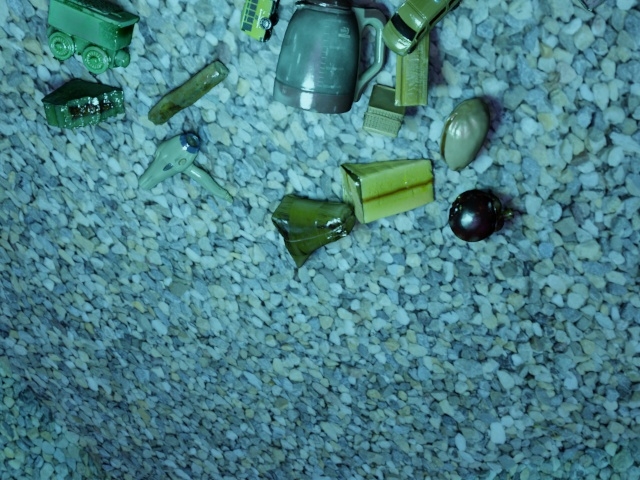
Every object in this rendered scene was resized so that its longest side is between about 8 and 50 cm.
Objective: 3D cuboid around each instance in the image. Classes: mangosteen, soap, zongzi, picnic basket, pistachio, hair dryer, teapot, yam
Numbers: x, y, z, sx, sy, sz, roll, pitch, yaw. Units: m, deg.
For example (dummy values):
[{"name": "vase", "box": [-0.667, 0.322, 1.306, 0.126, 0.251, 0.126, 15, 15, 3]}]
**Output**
[{"name": "mangosteen", "box": [0.484, -0.068, 1.908, 0.184, 0.173, 0.172, 31, 123, -27]}, {"name": "soap", "box": [0.257, -0.499, 1.723, 0.092, 0.037, 0.252, 3, 92, 13]}, {"name": "zongzi", "box": [0.000, 0.000, 2.064, 0.273, 0.145, 0.300, 10, 133, 30]}, {"name": "picnic basket", "box": [0.190, -0.378, 1.800, 0.115, 0.164, 0.080, 16, 131, 3]}, {"name": "pistachio", "box": [0.422, -0.309, 1.805, 0.152, 0.126, 0.223, 0, 127, -28]}, {"name": "hair dryer", "box": [-0.484, -0.211, 2.107, 0.295, 0.119, 0.298, -11, 129, 26]}, {"name": "teapot", "box": [0.041, -0.532, 1.735, 0.314, 0.233, 0.313, 1, 118, -21]}, {"name": "yam", "box": [-0.425, -0.463, 1.954, 0.317, 0.067, 0.071, -28, 81, 26]}]

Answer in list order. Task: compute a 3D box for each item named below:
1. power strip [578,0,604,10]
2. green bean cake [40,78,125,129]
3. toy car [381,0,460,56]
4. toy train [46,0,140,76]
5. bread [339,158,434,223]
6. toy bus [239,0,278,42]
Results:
[{"name": "power strip", "box": [0.695, -0.713, 1.544, 0.213, 0.065, 0.198, 41, 122, -12]}, {"name": "green bean cake", "box": [-0.757, -0.426, 1.976, 0.193, 0.208, 0.107, 14, 124, 8]}, {"name": "toy car", "box": [0.273, -0.612, 1.633, 0.256, 0.124, 0.101, -44, 84, 9]}, {"name": "toy train", "box": [-0.702, -0.628, 1.883, 0.265, 0.145, 0.202, 22, 119, 0]}, {"name": "bread", "box": [0.210, -0.178, 1.979, 0.263, 0.163, 0.168, -16, 117, -14]}, {"name": "toy bus", "box": [-0.167, -0.667, 1.766, 0.101, 0.088, 0.175, 22, 119, 2]}]
